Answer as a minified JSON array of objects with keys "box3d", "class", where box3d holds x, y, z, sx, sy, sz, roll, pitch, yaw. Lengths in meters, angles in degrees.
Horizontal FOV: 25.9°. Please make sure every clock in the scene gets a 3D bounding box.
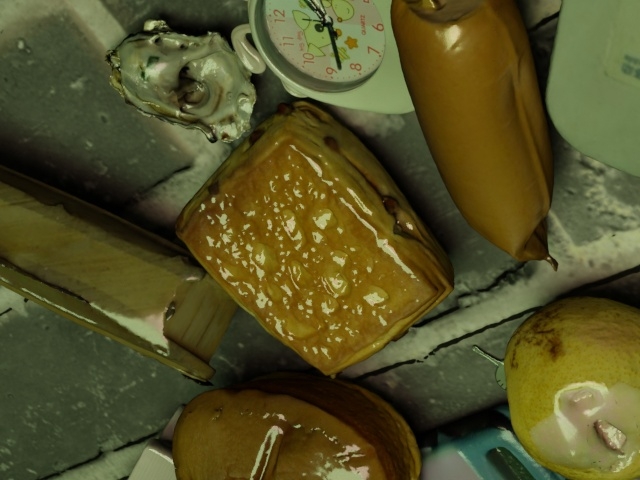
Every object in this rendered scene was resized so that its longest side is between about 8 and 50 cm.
[{"box3d":[0.009,-0.192,1.186,0.191,0.062,0.151,10,128,20],"class":"clock"}]

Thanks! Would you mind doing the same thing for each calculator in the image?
[{"box3d":[0.154,0.270,1.454,0.293,0.051,0.173,-28,106,38],"class":"calculator"}]

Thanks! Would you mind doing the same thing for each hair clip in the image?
[{"box3d":[-0.212,0.327,1.650,0.085,0.101,0.331,36,129,3],"class":"hair clip"}]

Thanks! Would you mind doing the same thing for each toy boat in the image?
[{"box3d":[-0.281,-0.001,1.429,0.445,0.136,0.162,25,172,6],"class":"toy boat"}]

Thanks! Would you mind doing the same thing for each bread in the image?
[{"box3d":[0.000,0.000,1.309,0.235,0.099,0.210,46,128,-3],"class":"bread"},{"box3d":[-0.028,0.235,1.426,0.269,0.142,0.195,10,110,35],"class":"bread"}]

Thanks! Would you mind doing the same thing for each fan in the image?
[{"box3d":[0.185,0.125,1.365,0.083,0.004,0.056,32,131,3],"class":"fan"}]

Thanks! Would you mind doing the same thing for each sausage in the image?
[{"box3d":[0.140,-0.086,1.148,0.112,0.112,0.328,1,139,25],"class":"sausage"}]

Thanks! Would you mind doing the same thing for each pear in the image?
[{"box3d":[0.251,0.131,1.229,0.178,0.178,0.178,13,128,18],"class":"pear"}]

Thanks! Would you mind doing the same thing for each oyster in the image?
[{"box3d":[-0.134,-0.158,1.287,0.165,0.053,0.108,16,130,13],"class":"oyster"}]

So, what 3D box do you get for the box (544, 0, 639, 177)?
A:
[{"box3d":[0.366,-0.178,0.955,0.396,0.111,0.397,26,133,25],"class":"box"}]
